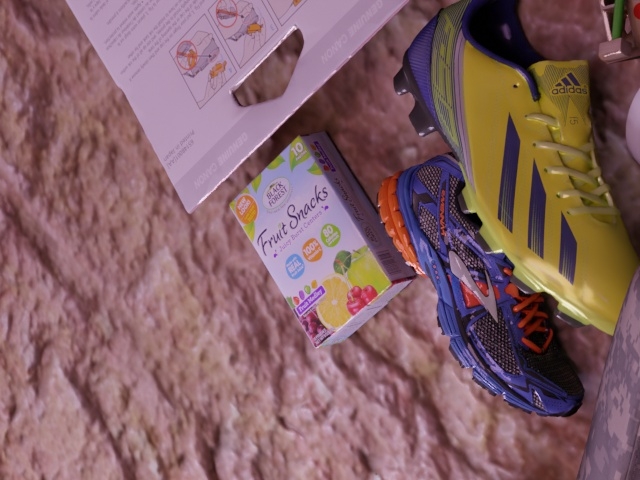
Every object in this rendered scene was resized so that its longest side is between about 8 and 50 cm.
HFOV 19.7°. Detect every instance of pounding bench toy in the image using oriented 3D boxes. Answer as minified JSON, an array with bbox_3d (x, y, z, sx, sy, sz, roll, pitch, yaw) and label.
[{"bbox_3d":[0.209,-0.154,1.219,0.052,0.083,0.065,-12,92,40],"label":"pounding bench toy"}]

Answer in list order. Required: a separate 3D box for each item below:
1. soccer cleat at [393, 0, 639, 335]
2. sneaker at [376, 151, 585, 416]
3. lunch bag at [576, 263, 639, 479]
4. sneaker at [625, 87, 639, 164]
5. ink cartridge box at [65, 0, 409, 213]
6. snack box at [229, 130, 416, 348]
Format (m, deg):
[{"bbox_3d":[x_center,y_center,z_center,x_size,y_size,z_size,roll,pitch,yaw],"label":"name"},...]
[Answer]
[{"bbox_3d":[0.151,-0.060,1.249,0.121,0.093,0.289,-46,54,22],"label":"soccer cleat"},{"bbox_3d":[0.125,0.029,1.330,0.087,0.083,0.221,-39,77,29],"label":"sneaker"},{"bbox_3d":[0.266,0.128,1.116,0.213,0.256,0.305,25,113,33],"label":"lunch bag"},{"bbox_3d":[0.285,-0.074,1.127,0.151,0.094,0.256,53,152,15],"label":"sneaker"},{"bbox_3d":[-0.065,-0.209,1.445,0.296,0.066,0.261,-41,73,37],"label":"ink cartridge box"},{"bbox_3d":[0.000,0.000,1.451,0.100,0.037,0.141,-42,72,36],"label":"snack box"}]
